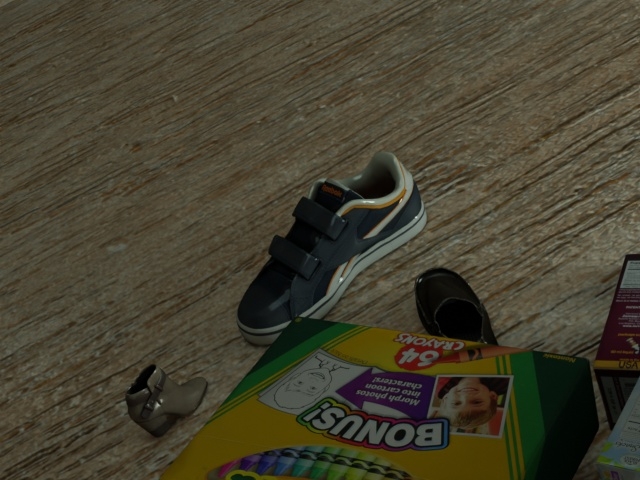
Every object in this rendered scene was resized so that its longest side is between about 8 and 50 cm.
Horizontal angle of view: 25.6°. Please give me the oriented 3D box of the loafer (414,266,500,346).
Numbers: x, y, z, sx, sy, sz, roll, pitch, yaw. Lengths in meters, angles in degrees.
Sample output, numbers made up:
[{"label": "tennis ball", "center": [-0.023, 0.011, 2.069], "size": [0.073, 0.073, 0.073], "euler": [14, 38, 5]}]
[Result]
[{"label": "loafer", "center": [0.171, 0.091, 1.729], "size": [0.080, 0.078, 0.220], "euler": [-25, 36, -4]}]

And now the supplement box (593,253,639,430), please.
[{"label": "supplement box", "center": [0.371, 0.113, 1.580], "size": [0.080, 0.104, 0.188], "euler": [0, 41, 27]}]

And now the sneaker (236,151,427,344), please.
[{"label": "sneaker", "center": [0.000, 0.000, 1.896], "size": [0.321, 0.127, 0.126], "euler": [-40, 42, -22]}]

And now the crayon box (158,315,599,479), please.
[{"label": "crayon box", "center": [0.058, 0.226, 1.444], "size": [0.363, 0.106, 0.313], "euler": [6, 36, 31]}]

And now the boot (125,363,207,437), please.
[{"label": "boot", "center": [-0.196, 0.189, 1.781], "size": [0.042, 0.087, 0.118], "euler": [9, 46, 38]}]

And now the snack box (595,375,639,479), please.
[{"label": "snack box", "center": [0.357, 0.208, 1.406], "size": [0.070, 0.174, 0.207], "euler": [6, 43, 34]}]
